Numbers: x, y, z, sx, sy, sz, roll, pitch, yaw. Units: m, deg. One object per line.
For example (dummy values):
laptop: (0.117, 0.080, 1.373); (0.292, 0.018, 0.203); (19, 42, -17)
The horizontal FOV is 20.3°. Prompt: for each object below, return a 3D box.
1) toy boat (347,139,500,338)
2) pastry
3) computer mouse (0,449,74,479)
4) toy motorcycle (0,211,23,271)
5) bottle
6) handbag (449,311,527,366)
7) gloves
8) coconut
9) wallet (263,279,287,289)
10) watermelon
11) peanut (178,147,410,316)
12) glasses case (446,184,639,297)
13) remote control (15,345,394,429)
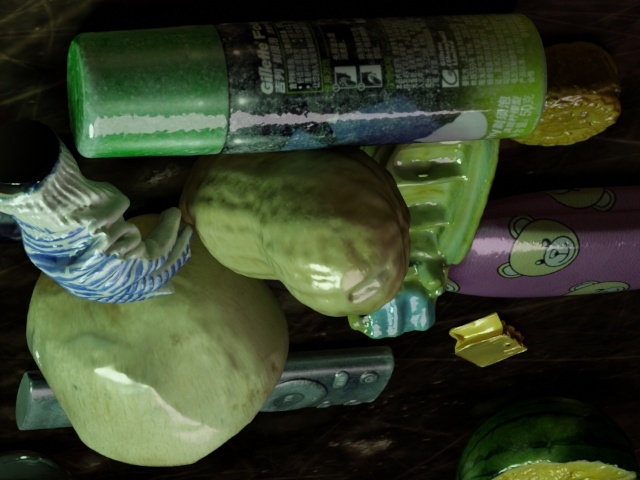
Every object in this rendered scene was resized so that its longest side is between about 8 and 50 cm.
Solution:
toy boat: (0.075, -0.029, 1.463); (0.111, 0.084, 0.276); (-5, 144, -13)
pastry: (0.185, -0.111, 1.384); (0.097, 0.057, 0.109); (-27, 150, 32)
computer mouse: (-0.329, 0.248, 1.925); (0.135, 0.047, 0.079); (7, 157, -13)
toy motorcycle: (-0.323, 0.003, 1.332); (0.270, 0.106, 0.159); (-28, 159, 0)
bottle: (-0.009, -0.110, 1.260); (0.330, 0.093, 0.093); (-4, 154, -16)
handbag: (0.176, 0.105, 1.872); (0.061, 0.027, 0.083); (-22, 155, 21)
gloves: (-0.169, -0.008, 1.312); (0.097, 0.119, 0.229); (-57, 143, -2)
coconut: (-0.134, 0.090, 1.511); (0.224, 0.224, 0.224); (-10, 155, -5)
wallet: (0.000, 0.000, 1.583); (0.157, 0.018, 0.082); (-31, 148, 34)
watermelon: (0.265, 0.247, 2.085); (0.232, 0.127, 0.204); (-13, 155, 7)
peanut: (-0.017, -0.021, 1.333); (0.124, 0.123, 0.257); (5, -170, -32)
glasses case: (0.246, 0.001, 1.623); (0.316, 0.075, 0.123); (-4, 154, -17)
remote control: (-0.115, 0.150, 1.818); (0.378, 0.044, 0.107); (-2, 157, -18)
